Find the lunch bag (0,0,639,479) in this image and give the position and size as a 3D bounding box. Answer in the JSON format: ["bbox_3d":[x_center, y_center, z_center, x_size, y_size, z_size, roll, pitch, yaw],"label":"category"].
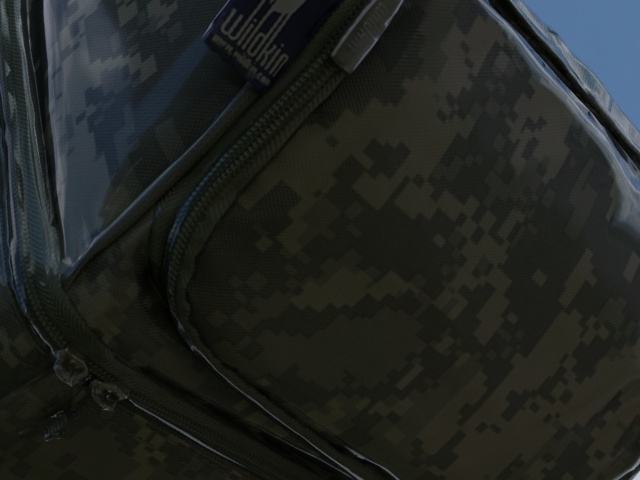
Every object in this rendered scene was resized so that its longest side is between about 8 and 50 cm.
[{"bbox_3d":[0.000,0.000,0.603,0.256,0.212,0.305,-33,-46,20],"label":"lunch bag"}]
